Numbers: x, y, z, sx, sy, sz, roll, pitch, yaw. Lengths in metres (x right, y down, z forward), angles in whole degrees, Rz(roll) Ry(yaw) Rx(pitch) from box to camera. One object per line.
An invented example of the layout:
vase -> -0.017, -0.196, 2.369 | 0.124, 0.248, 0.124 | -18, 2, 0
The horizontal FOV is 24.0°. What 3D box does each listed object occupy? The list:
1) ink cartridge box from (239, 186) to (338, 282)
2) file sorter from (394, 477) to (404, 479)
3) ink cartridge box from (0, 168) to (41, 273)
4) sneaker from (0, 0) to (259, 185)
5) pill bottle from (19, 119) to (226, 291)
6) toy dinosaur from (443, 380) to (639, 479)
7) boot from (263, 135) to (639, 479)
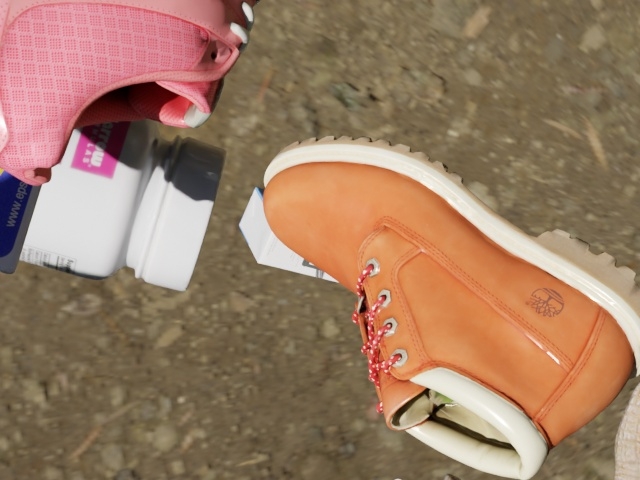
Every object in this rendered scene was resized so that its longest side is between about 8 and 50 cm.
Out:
ink cartridge box -> 0.000, 0.000, 0.876 | 0.028, 0.083, 0.048 | -65, 27, 21
file sorter -> 0.104, 0.319, 1.014 | 0.277, 0.173, 0.193 | 36, 85, 10
ink cartridge box -> -0.302, -0.165, 0.987 | 0.072, 0.307, 0.304 | 10, 82, 63
sneaker -> -0.081, -0.128, 0.813 | 0.136, 0.314, 0.116 | 55, 148, 3
pill bottle -> -0.236, -0.057, 1.334 | 0.283, 0.160, 0.160 | 16, 94, -7
toy dinosaur -> 0.115, 0.180, 0.511 | 0.200, 0.127, 0.296 | 19, 56, 13
boot -> 0.030, 0.021, 0.520 | 0.158, 0.059, 0.084 | 28, 58, 27
